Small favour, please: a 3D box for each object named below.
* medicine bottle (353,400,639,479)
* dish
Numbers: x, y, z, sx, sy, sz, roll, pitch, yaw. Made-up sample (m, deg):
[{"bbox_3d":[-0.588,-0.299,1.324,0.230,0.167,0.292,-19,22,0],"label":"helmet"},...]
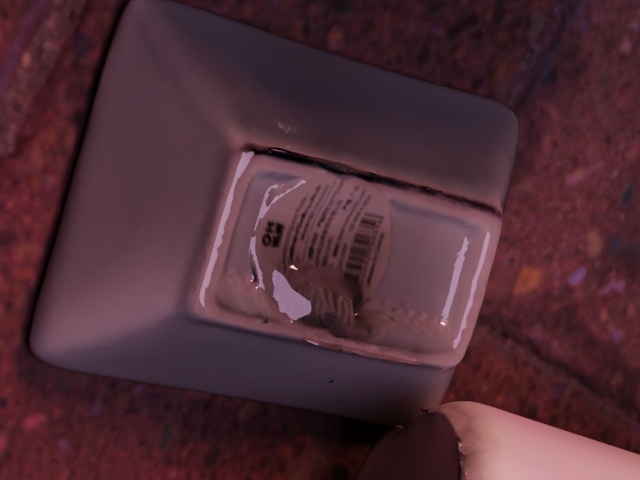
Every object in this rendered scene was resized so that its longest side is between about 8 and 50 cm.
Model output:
[{"bbox_3d":[0.195,0.229,1.001,0.379,0.213,0.213,18,93,-14],"label":"medicine bottle"},{"bbox_3d":[0.000,0.000,0.958,0.243,0.080,0.182,13,96,-33],"label":"dish"}]
